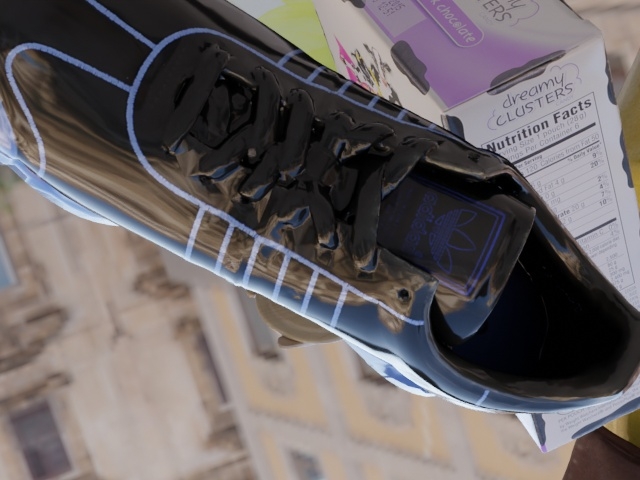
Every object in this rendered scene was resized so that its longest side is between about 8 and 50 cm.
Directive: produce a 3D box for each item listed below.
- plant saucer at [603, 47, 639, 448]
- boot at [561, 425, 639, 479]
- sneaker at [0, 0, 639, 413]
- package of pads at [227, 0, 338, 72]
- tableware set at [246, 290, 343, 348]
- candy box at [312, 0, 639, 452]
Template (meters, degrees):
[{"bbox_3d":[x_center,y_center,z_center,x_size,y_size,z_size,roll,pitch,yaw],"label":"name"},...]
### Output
[{"bbox_3d":[0.273,-0.014,1.412,0.081,0.332,0.333,10,-143,18],"label":"plant saucer"},{"bbox_3d":[0.266,0.190,1.265,0.090,0.248,0.207,-24,-132,-39],"label":"boot"},{"bbox_3d":[0.000,-0.018,0.510,0.090,0.232,0.081,1,-116,58],"label":"sneaker"},{"bbox_3d":[-0.049,-0.180,1.180,0.297,0.229,0.101,-20,-144,-14],"label":"package of pads"},{"bbox_3d":[0.000,0.000,1.036,0.141,0.020,0.168,-19,-130,-29],"label":"tableware set"},{"bbox_3d":[0.069,-0.036,0.750,0.070,0.196,0.165,-26,-140,-6],"label":"candy box"}]
